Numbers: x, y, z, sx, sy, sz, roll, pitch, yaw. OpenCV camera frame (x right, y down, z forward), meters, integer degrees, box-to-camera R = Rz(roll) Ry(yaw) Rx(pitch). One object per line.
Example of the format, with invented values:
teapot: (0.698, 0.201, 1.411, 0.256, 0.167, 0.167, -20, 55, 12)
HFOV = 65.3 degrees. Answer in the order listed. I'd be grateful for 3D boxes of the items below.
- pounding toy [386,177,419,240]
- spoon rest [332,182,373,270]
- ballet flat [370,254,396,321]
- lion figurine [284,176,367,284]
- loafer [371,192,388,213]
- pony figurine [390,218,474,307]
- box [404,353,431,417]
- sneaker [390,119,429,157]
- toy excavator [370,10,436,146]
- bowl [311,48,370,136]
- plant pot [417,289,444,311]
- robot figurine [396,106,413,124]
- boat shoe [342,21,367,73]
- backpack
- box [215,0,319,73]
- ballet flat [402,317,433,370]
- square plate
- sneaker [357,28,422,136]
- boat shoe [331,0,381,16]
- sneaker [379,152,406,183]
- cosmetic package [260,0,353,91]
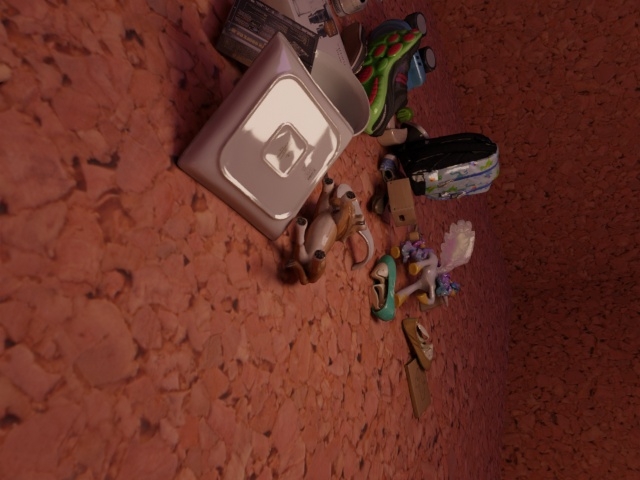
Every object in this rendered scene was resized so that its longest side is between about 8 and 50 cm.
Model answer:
pounding toy: (0.303, -0.090, 1.837, 0.181, 0.094, 0.206, 58, 25, -60)
spoon rest: (0.107, -0.047, 1.573, 0.137, 0.084, 0.277, -35, 111, -60)
ballet flat: (0.210, 0.148, 1.696, 0.087, 0.083, 0.248, 27, 54, -39)
lion figurine: (0.000, 0.000, 1.315, 0.392, 0.142, 0.240, -51, 164, -38)
loafer: (0.209, -0.133, 1.821, 0.148, 0.050, 0.056, -46, 125, -61)
pony figurine: (0.418, 0.093, 1.937, 0.363, 0.302, 0.351, 2, 87, -46)
box: (0.373, 0.547, 1.904, 0.164, 0.021, 0.201, -12, 91, -62)
sneaker: (0.358, -0.434, 2.168, 0.104, 0.147, 0.296, 47, 6, -15)
toy excavator: (0.299, -0.662, 2.066, 0.445, 0.222, 0.433, -48, 123, -40)
bowl: (-0.024, -0.364, 1.343, 0.297, 0.134, 0.298, 15, 58, -25)
plant pot: (0.479, 0.233, 2.132, 0.109, 0.096, 0.109, -17, 95, -61)
robot figurine: (0.389, -0.576, 2.293, 0.115, 0.067, 0.101, -42, 117, -58)
boat shoe: (0.127, -0.671, 1.807, 0.095, 0.112, 0.335, 47, 38, -37)
backpack: (0.509, -0.292, 1.938, 0.290, 0.355, 0.273, -97, 161, -57)
box: (-0.123, -0.489, 1.230, 0.231, 0.056, 0.183, 22, 55, -19)
ballet flat: (0.386, 0.394, 1.896, 0.232, 0.073, 0.080, 61, 29, -14)
square plate: (-0.089, -0.206, 1.113, 0.347, 0.049, 0.344, -54, 137, -6)
sneaker: (0.248, -0.600, 1.883, 0.483, 0.185, 0.202, -62, 145, -16)
boat shoe: (0.166, -0.974, 1.940, 0.136, 0.156, 0.367, 66, 31, -23)
sneaker: (0.290, -0.246, 2.004, 0.081, 0.080, 0.211, -54, 129, -27)
cosmetic package: (-0.029, -0.603, 1.519, 0.284, 0.097, 0.377, -51, 124, -52)
